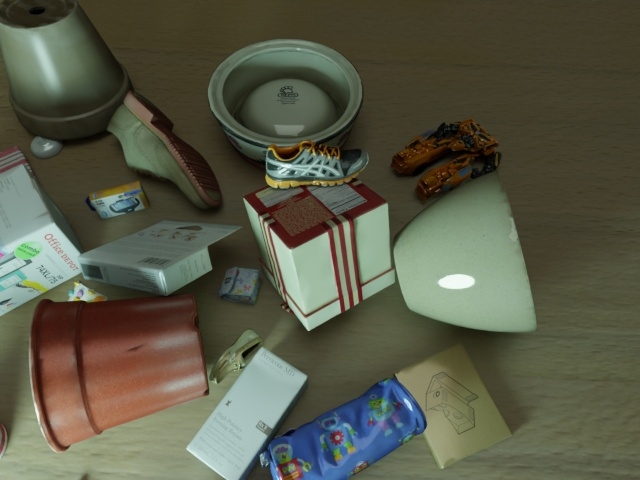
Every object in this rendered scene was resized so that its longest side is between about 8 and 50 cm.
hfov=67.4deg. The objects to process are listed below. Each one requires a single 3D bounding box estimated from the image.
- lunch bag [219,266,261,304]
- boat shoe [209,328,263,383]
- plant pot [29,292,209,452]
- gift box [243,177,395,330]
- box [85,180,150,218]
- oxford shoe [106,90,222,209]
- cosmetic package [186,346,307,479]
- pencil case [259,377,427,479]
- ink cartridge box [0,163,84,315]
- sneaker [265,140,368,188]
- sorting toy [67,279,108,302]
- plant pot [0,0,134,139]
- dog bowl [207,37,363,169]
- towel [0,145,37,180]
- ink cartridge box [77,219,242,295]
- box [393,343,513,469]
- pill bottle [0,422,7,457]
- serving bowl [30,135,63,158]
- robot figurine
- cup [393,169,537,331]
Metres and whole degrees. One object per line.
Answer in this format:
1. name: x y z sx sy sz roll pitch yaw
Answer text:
1. lunch bag: -0.183 0.100 1.084 0.083 0.053 0.071 6 57 13
2. boat shoe: -0.174 0.245 0.998 0.045 0.050 0.135 30 63 21
3. plant pot: -0.356 0.221 0.902 0.264 0.273 0.273 -9 59 -17
4. gift box: 0.000 0.000 1.038 0.254 0.258 0.276 -23 40 -15
5. box: -0.498 -0.096 1.175 0.136 0.081 0.028 -18 62 -12
6. oxford shoe: -0.404 -0.205 1.240 0.146 0.140 0.397 -44 71 9
7. cosmetic package: -0.133 0.336 0.926 0.117 0.086 0.231 29 64 14
8. pencil case: 0.043 0.367 0.892 0.305 0.120 0.133 -24 52 -15
9. ink cartridge box: -0.694 0.012 1.037 0.270 0.198 0.197 -32 64 -18
10. sneaker: -0.009 -0.161 0.965 0.214 0.083 0.084 -9 38 0
11. sorting toy: -0.532 0.137 1.064 0.083 0.045 0.075 26 81 13
12. plant pot: -0.692 -0.477 1.268 0.322 0.281 0.324 2 55 -2
13. dog bowl: -0.090 -0.358 1.305 0.407 0.150 0.409 0 59 -1
14. towel: -0.810 -0.147 1.230 0.144 0.029 0.197 -31 67 -19
15. ink cartridge box: -0.340 0.026 1.043 0.274 0.060 0.238 5 23 33
16. box: 0.266 0.332 0.976 0.164 0.021 0.201 -19 62 -12
17. pill bottle: -0.652 0.351 0.845 0.107 0.180 0.108 1 59 -2
18. serving bowl: -0.744 -0.261 1.298 0.083 0.027 0.084 0 60 -1
19. robot figurine: 0.346 -0.226 1.275 0.290 0.085 0.211 -30 65 -18
20. cup: 0.289 0.044 1.010 0.236 0.331 0.332 -14 57 19
